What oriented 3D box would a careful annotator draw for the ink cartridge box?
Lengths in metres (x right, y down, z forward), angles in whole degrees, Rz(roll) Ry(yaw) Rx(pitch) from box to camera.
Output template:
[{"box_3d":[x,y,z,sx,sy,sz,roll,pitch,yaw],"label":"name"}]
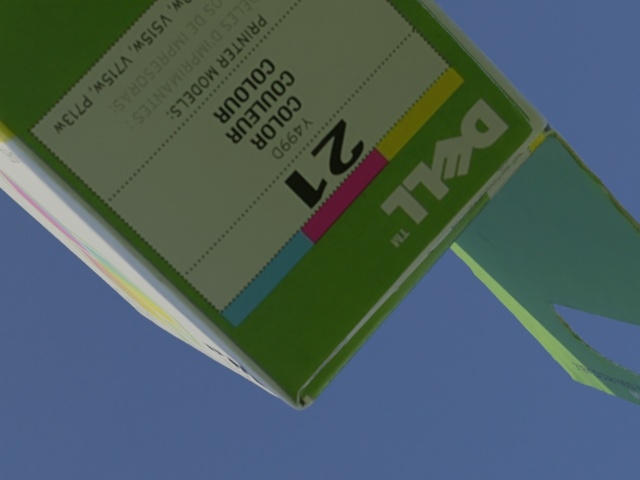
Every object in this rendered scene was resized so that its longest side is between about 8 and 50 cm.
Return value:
[{"box_3d":[0.000,0.000,0.504,0.255,0.189,0.097,45,-99,-15],"label":"ink cartridge box"}]
